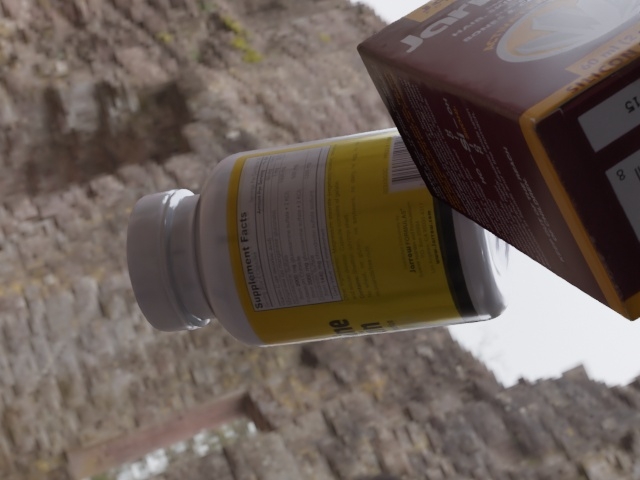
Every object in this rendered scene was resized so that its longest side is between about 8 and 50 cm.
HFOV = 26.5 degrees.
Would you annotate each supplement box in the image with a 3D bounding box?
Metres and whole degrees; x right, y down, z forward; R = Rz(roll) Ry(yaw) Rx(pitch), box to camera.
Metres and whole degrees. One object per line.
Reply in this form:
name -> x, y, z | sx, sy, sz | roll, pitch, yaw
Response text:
supplement box -> 0.099, -0.054, 0.512 | 0.081, 0.104, 0.188 | 60, -6, -21

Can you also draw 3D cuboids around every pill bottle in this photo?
pill bottle -> 0.000, 0.000, 0.695 | 0.103, 0.184, 0.103 | -8, 90, -73
